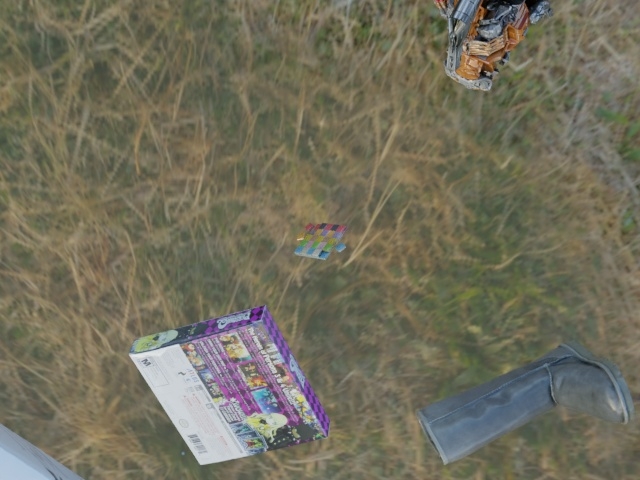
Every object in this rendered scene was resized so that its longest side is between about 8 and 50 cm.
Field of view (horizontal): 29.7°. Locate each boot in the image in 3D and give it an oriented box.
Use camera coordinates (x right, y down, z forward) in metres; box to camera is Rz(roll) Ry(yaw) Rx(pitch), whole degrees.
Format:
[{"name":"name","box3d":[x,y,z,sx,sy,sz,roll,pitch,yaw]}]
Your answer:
[{"name":"boot","box3d":[0.224,0.191,1.346,0.208,0.189,0.076,-19,101,-10]}]

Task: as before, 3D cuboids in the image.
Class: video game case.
[{"name":"video game case","box3d":[-0.126,0.210,1.706,0.210,0.042,0.232,-16,122,19]}]

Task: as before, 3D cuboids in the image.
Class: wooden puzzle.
[{"name":"wooden puzzle","box3d":[0.000,0.000,1.399,0.049,0.083,0.006,-54,129,-26]}]

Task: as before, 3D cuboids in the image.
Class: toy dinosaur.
[{"name":"toy dinosaur","box3d":[0.185,-0.280,1.149,0.164,0.322,0.218,36,64,-1]}]

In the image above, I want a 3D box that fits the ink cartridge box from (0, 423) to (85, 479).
[{"name":"ink cartridge box","box3d":[-0.209,0.184,0.803,0.219,0.160,0.093,41,76,-29]}]
